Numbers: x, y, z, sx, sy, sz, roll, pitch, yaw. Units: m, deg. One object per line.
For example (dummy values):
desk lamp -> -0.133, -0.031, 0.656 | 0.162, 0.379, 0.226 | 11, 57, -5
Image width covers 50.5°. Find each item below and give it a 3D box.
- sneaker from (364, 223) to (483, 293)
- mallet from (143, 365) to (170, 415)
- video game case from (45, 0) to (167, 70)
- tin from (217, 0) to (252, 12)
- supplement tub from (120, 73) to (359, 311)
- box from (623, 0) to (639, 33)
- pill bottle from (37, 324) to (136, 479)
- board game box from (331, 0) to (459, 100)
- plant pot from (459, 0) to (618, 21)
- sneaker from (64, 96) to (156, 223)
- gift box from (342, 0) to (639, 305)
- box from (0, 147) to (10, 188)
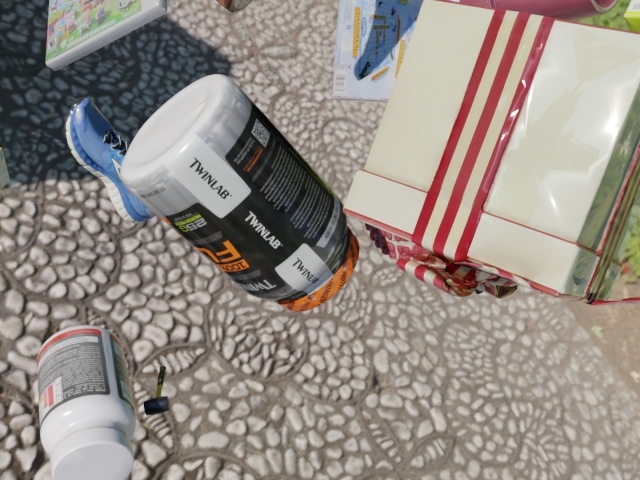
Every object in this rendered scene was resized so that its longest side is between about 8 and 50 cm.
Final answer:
sneaker -> 0.187, -0.013, 1.122 | 0.112, 0.121, 0.299 | -23, 44, -37
mallet -> -0.400, 0.374, 1.726 | 0.062, 0.039, 0.190 | -9, 23, 4
video game case -> -0.319, -0.371, 1.006 | 0.023, 0.212, 0.193 | 36, 40, -55
tin -> -0.050, -0.328, 0.744 | 0.040, 0.106, 0.190 | 39, 77, -2
supplement tub -> -0.102, -0.054, 0.989 | 0.338, 0.207, 0.207 | 45, 36, -31
box -> 0.385, -0.228, 0.723 | 0.178, 0.042, 0.109 | 35, 78, -45
pill bottle -> -0.550, 0.389, 1.596 | 0.210, 0.210, 0.363 | 9, 30, -29
board game box -> 0.189, -0.491, 1.631 | 0.318, 0.319, 0.066 | 11, 11, 30
plant pot -> 0.325, -0.388, 0.973 | 0.201, 0.201, 0.180 | -15, 21, -42
sneaker -> -0.439, -0.188, 1.532 | 0.130, 0.147, 0.330 | -80, 149, -45
gift box -> 0.204, -0.061, 0.665 | 0.276, 0.258, 0.255 | 26, 9, 37
box -> -0.805, -0.132, 1.580 | 0.043, 0.105, 0.179 | 17, 43, 8
